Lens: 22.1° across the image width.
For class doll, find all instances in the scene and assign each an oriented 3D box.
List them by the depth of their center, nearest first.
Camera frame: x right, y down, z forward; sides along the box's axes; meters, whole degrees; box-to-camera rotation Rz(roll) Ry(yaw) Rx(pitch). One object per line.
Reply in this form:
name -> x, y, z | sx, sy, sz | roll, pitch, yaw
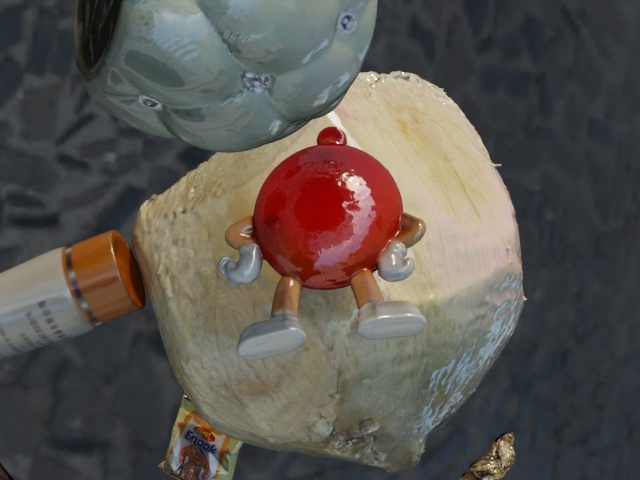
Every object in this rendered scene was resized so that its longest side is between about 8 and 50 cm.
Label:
doll -> 0.000, 0.000, 1.409 | 0.085, 0.183, 0.217 | 74, 8, -55

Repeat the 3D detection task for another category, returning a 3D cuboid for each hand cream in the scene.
hand cream -> -0.332, 0.087, 1.657 | 0.140, 0.314, 0.089 | 58, 11, -71

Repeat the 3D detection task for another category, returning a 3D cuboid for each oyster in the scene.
oyster -> 0.139, 0.232, 1.529 | 0.086, 0.029, 0.132 | -54, 170, 35

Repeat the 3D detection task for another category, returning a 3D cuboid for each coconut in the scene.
coconut -> 0.023, 0.058, 1.675 | 0.404, 0.404, 0.405 | -16, 110, -53

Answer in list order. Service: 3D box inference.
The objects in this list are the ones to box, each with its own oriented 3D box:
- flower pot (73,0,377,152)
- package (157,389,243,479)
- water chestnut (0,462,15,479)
flower pot -> -0.071, -0.187, 1.230 | 0.195, 0.246, 0.246 | 7, 91, -23
package -> -0.147, 0.262, 2.074 | 0.031, 0.108, 0.121 | -11, 122, -62
water chestnut -> -0.316, 0.196, 1.107 | 0.300, 0.300, 0.300 | -16, 110, -53
